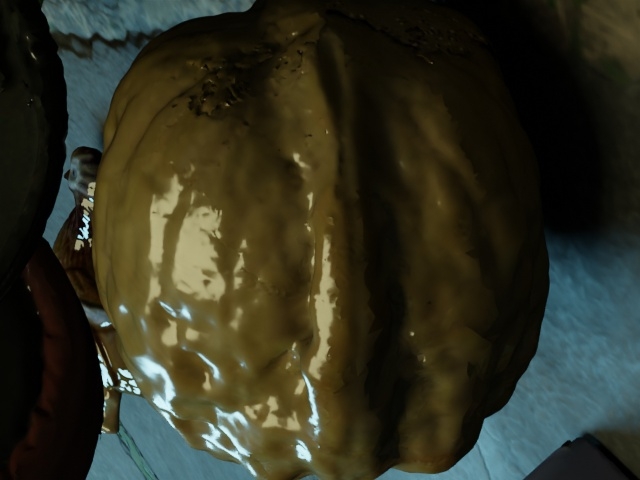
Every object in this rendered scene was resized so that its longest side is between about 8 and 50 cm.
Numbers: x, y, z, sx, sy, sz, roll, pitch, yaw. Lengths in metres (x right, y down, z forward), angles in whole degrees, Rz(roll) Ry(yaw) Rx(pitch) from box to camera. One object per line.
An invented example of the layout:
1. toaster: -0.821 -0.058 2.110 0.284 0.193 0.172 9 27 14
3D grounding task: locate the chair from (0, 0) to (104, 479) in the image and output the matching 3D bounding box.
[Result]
1. chair: -0.211 0.025 0.844 0.226 0.226 0.401 48 164 13

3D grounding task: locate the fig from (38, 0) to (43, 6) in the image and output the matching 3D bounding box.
1. fig: -0.240 -0.181 0.955 0.258 0.258 0.326 42 156 24

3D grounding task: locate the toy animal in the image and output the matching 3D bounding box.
1. toy animal: -0.109 0.042 1.211 0.188 0.089 0.179 37 137 40

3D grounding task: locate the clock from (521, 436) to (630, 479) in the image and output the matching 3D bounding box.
1. clock: 0.157 0.207 0.959 0.193 0.073 0.144 44 153 21

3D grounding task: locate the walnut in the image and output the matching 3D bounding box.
1. walnut: 0.000 0.000 0.833 0.198 0.198 0.245 36 145 33
